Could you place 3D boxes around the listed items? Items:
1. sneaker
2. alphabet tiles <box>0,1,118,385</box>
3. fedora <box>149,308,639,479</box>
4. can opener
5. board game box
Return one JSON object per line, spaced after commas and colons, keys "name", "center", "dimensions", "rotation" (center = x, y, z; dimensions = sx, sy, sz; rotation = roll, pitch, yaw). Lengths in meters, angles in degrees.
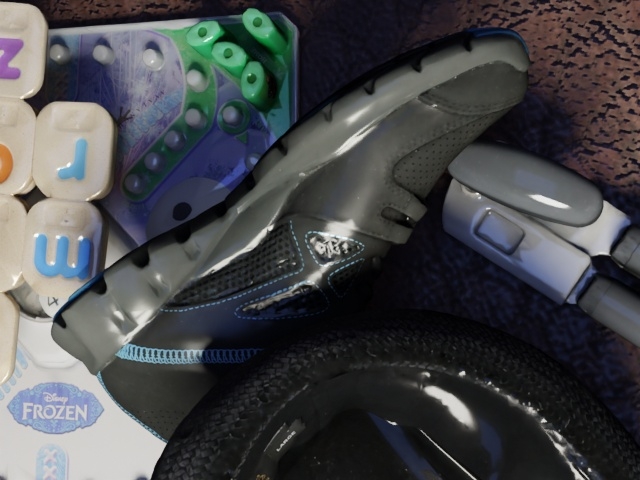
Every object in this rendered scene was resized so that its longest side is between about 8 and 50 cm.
{"name": "sneaker", "center": [0.000, 0.000, 0.551], "dimensions": [0.340, 0.125, 0.140], "rotation": [-37, 96, 11]}
{"name": "alphabet tiles", "center": [-0.290, -0.038, 0.635], "dimensions": [0.284, 0.021, 0.278], "rotation": [4, 88, 6]}
{"name": "fedora", "center": [0.049, 0.211, 0.488], "dimensions": [0.333, 0.152, 0.334], "rotation": [4, 71, -10]}
{"name": "can opener", "center": [0.198, 0.025, 0.548], "dimensions": [0.283, 0.095, 0.076], "rotation": [34, 94, 20]}
{"name": "board game box", "center": [-0.210, 0.023, 0.666], "dimensions": [0.389, 0.050, 0.390], "rotation": [-1, 85, 13]}
